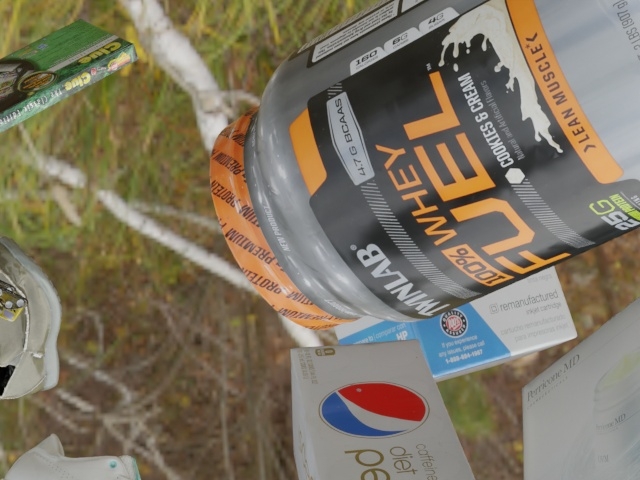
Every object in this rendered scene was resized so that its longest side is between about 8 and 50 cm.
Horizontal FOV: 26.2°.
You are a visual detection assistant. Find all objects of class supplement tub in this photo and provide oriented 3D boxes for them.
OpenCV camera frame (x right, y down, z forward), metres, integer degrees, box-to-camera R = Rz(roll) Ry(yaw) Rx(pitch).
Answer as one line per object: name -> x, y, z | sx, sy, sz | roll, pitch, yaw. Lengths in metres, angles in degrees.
supplement tub -> 0.099, -0.071, 0.832 | 0.316, 0.193, 0.193 | -27, 140, 29

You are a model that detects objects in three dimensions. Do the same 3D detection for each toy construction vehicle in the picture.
toy construction vehicle -> -0.327, 0.050, 1.313 | 0.098, 0.035, 0.086 | 27, 178, -5

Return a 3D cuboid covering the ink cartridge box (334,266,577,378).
ink cartridge box -> 0.111, -0.009, 1.449 | 0.223, 0.307, 0.129 | -11, 169, -37

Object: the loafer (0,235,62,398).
loafer -> -0.351, 0.101, 1.565 | 0.087, 0.094, 0.251 | -32, 145, -30

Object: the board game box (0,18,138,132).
board game box -> -0.376, -0.204, 1.759 | 0.260, 0.136, 0.030 | -33, 128, -26

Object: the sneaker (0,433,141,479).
sneaker -> -0.164, 0.219, 1.096 | 0.212, 0.094, 0.080 | 25, 152, 25

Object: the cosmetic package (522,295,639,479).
cosmetic package -> 0.269, 0.174, 1.048 | 0.138, 0.224, 0.224 | 23, 137, -18

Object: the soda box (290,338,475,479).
soda box -> 0.032, 0.127, 0.658 | 0.074, 0.216, 0.069 | -4, 115, -6
